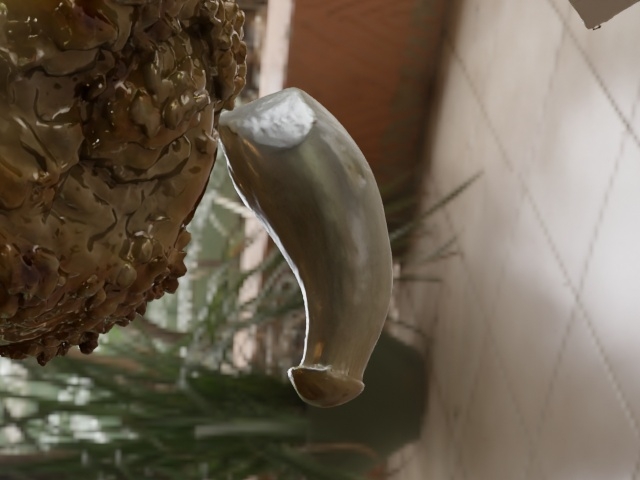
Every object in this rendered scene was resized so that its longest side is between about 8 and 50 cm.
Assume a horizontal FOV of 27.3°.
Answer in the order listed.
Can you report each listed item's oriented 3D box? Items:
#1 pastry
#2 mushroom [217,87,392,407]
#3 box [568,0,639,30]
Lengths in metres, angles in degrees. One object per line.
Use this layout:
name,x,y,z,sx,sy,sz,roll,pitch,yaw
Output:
pastry,-0.141,-0.074,0.755,0.311,0.162,0.255,-69,-18,-4
mushroom,0.000,0.000,1.071,0.103,0.118,0.270,43,-154,-61
box,0.220,-0.312,0.918,0.116,0.203,0.274,43,-151,-40
